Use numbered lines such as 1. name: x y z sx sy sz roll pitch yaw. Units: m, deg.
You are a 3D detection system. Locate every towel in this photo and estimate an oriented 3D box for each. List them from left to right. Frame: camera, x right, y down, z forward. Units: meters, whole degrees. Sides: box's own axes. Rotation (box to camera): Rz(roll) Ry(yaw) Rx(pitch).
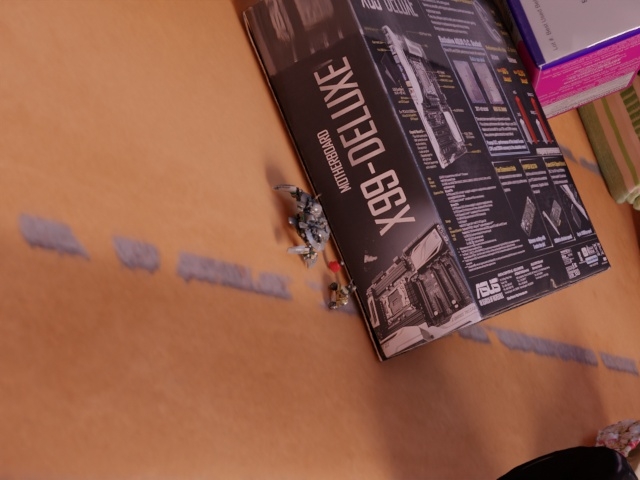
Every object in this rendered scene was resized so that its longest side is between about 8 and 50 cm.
1. towel: 0.306 -0.181 1.279 0.325 0.038 0.248 113 -41 -74

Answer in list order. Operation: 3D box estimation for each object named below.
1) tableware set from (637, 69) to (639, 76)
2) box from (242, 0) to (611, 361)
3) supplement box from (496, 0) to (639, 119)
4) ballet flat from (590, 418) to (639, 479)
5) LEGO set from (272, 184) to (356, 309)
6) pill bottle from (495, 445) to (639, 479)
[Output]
1. tableware set: 0.277 -0.194 1.164 0.154 0.024 0.104 3 70 -89
2. box: 0.090 -0.061 0.956 0.307 0.076 0.242 -12 78 -63
3. supplement box: 0.208 -0.186 1.151 0.220 0.114 0.111 64 5 -81
4. ballet flat: 0.227 0.190 0.991 0.091 0.077 0.241 61 28 -9
5. LEGO set: 0.001 0.000 0.805 0.083 0.023 0.054 51 30 -25
6. pill bottle: 0.174 0.244 0.802 0.219 0.123 0.123 61 27 -8
